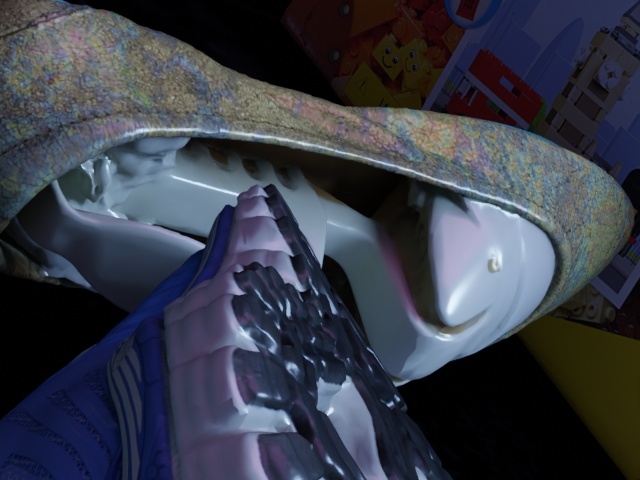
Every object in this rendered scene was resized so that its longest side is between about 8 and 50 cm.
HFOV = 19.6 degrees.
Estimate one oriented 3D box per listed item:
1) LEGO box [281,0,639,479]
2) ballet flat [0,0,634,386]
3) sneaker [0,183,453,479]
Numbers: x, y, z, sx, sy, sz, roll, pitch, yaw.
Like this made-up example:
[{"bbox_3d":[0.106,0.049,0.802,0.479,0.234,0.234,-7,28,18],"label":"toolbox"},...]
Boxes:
[{"bbox_3d":[0.258,-0.077,0.916,0.193,0.372,0.500,8,38,-47],"label":"LEGO box"},{"bbox_3d":[0.000,0.000,0.750,0.348,0.123,0.123,16,32,-33],"label":"ballet flat"},{"bbox_3d":[-0.047,0.072,0.537,0.130,0.147,0.330,59,5,1],"label":"sneaker"}]
